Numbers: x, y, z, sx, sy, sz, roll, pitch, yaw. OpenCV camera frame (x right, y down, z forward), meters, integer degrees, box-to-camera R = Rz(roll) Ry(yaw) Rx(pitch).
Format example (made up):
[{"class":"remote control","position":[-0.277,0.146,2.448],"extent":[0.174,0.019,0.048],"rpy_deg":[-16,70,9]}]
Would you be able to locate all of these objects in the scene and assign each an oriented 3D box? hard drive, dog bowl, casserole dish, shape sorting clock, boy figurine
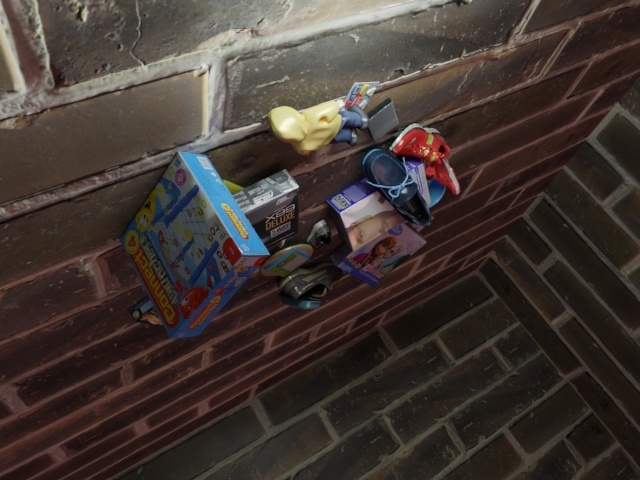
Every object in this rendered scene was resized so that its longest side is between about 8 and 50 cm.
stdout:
[{"class":"hard drive","position":[0.177,-0.350,1.632],"extent":[0.094,0.022,0.135],"rpy_deg":[-37,158,4]},{"class":"dog bowl","position":[0.347,-0.165,2.117],"extent":[0.297,0.074,0.166],"rpy_deg":[-31,137,-12]},{"class":"casserole dish","position":[-0.080,0.253,2.309],"extent":[0.188,0.037,0.114],"rpy_deg":[5,180,43]},{"class":"shape sorting clock","position":[-0.123,0.071,2.028],"extent":[0.206,0.040,0.206],"rpy_deg":[-26,157,-12]},{"class":"boy figurine","position":[-0.014,-0.277,1.396],"extent":[0.285,0.092,0.177],"rpy_deg":[-11,149,-39]}]

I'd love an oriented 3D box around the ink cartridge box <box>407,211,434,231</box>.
[{"class":"ink cartridge box","position":[0.431,-0.094,2.475],"extent":[0.104,0.060,0.180],"rpy_deg":[-45,156,21]}]

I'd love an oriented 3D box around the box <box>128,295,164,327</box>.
[{"class":"box","position":[-0.476,0.210,1.793],"extent":[0.159,0.044,0.233],"rpy_deg":[-37,158,4]}]

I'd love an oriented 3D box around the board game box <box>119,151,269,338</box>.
[{"class":"board game box","position":[-0.302,0.013,1.291],"extent":[0.302,0.308,0.086],"rpy_deg":[-48,154,26]}]

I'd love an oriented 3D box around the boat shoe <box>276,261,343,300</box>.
[{"class":"boat shoe","position":[-0.024,0.182,2.279],"extent":[0.355,0.130,0.132],"rpy_deg":[-9,147,-48]}]

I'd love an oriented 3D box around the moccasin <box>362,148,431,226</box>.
[{"class":"moccasin","position":[0.267,-0.167,1.792],"extent":[0.138,0.117,0.342],"rpy_deg":[-49,130,4]}]

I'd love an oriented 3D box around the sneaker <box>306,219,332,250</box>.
[{"class":"sneaker","position":[0.000,0.000,2.017],"extent":[0.063,0.075,0.170],"rpy_deg":[-24,156,-27]}]

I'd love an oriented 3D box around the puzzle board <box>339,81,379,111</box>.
[{"class":"puzzle board","position":[0.096,-0.368,1.493],"extent":[0.096,0.011,0.128],"rpy_deg":[-16,151,-40]}]

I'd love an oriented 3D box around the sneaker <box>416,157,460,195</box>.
[{"class":"sneaker","position":[0.414,-0.239,2.036],"extent":[0.128,0.221,0.087],"rpy_deg":[-28,-159,7]}]

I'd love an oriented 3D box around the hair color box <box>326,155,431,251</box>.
[{"class":"hair color box","position":[0.206,-0.131,1.924],"extent":[0.338,0.110,0.185],"rpy_deg":[-31,131,-9]}]

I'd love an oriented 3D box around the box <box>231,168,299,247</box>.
[{"class":"box","position":[-0.207,-0.044,1.563],"extent":[0.307,0.077,0.242],"rpy_deg":[-27,156,-18]}]

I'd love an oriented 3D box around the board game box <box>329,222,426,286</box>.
[{"class":"board game box","position":[0.249,0.036,2.362],"extent":[0.318,0.066,0.318],"rpy_deg":[-42,142,15]}]

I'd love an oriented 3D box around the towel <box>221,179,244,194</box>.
[{"class":"towel","position":[-0.232,-0.106,1.540],"extent":[0.102,0.021,0.237],"rpy_deg":[-44,157,12]}]

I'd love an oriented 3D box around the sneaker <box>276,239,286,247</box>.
[{"class":"sneaker","position":[-0.111,-0.038,1.802],"extent":[0.076,0.065,0.166],"rpy_deg":[-28,159,-27]}]

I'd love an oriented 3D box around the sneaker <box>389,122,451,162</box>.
[{"class":"sneaker","position":[0.337,-0.305,1.826],"extent":[0.279,0.118,0.107],"rpy_deg":[-13,148,-44]}]
